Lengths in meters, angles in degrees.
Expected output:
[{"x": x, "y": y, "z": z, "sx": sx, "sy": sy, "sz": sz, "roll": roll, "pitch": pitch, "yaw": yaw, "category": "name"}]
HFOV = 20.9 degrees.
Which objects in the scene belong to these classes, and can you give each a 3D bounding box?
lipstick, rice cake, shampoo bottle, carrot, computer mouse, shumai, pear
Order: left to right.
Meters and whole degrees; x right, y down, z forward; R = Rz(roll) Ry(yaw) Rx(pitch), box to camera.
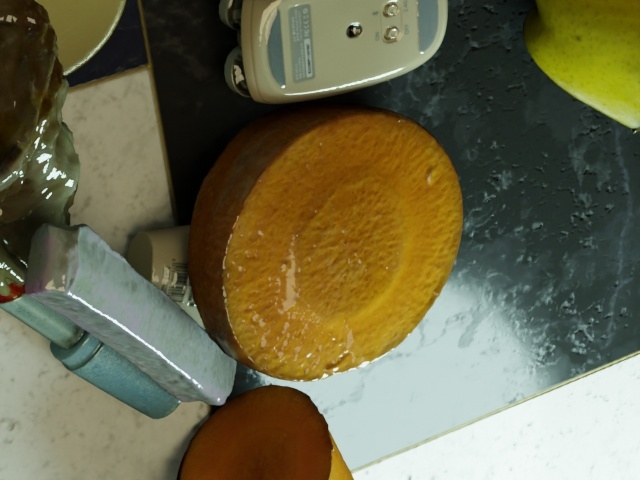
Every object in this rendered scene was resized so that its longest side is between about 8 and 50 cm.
[{"x": -0.339, "y": -0.068, "z": 1.509, "sx": 0.346, "sy": 0.217, "sz": 0.283, "roll": -53, "pitch": 170, "yaw": 3, "category": "shumai"}, {"x": -0.241, "y": 0.089, "z": 1.702, "sx": 0.068, "sy": 0.061, "sz": 0.274, "roll": -49, "pitch": 127, "yaw": 2, "category": "lipstick"}, {"x": -0.173, "y": 0.074, "z": 1.622, "sx": 0.365, "sy": 0.056, "sz": 0.072, "roll": 47, "pitch": 47, "yaw": -60, "category": "rice cake"}, {"x": -0.071, "y": 0.038, "z": 1.766, "sx": 0.257, "sy": 0.078, "sz": 0.127, "roll": 6, "pitch": 95, "yaw": -31, "category": "shampoo bottle"}, {"x": -0.033, "y": 0.344, "z": 1.861, "sx": 0.214, "sy": 0.193, "sz": 0.331, "roll": -64, "pitch": 145, "yaw": -41, "category": "carrot"}, {"x": 0.000, "y": 0.000, "z": 1.724, "sx": 0.307, "sy": 0.100, "sz": 0.258, "roll": -47, "pitch": 112, "yaw": -21, "category": "carrot"}, {"x": 0.014, "y": -0.215, "z": 1.692, "sx": 0.236, "sy": 0.082, "sz": 0.145, "roll": -18, "pitch": 121, "yaw": -20, "category": "computer mouse"}, {"x": 0.291, "y": -0.258, "z": 1.786, "sx": 0.178, "sy": 0.267, "sz": 0.267, "roll": 15, "pitch": 106, "yaw": -10, "category": "pear"}]

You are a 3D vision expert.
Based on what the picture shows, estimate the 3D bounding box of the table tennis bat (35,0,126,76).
[{"x": -0.315, "y": -0.223, "z": 1.515, "sx": 0.321, "sy": 0.050, "sz": 0.198, "roll": -4, "pitch": 120, "yaw": -30, "category": "table tennis bat"}]
